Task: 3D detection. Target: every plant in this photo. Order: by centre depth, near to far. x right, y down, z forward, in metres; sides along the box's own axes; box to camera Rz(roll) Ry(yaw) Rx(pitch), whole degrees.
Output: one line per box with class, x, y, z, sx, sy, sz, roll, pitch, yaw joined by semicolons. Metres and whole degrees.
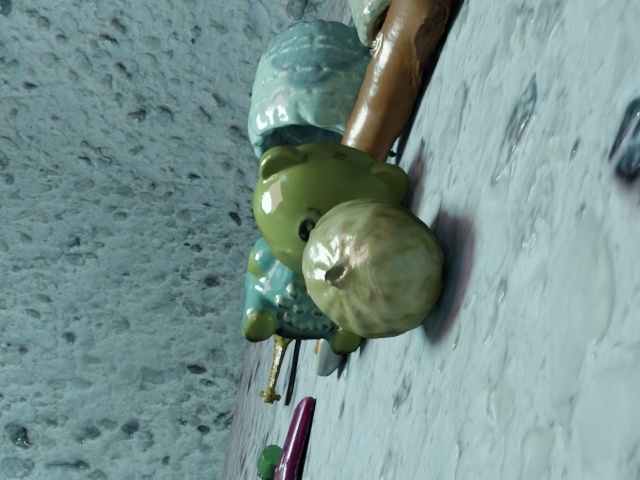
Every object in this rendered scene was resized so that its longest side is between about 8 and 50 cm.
plant;-0.088;0.400;1.752;0.051;0.051;0.102;-83;3;-46

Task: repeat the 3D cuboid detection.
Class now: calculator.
calculator;-0.047;0.341;1.580;0.127;0.034;0.191;115;168;-71

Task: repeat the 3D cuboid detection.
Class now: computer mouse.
computer mouse;0.017;0.146;1.380;0.066;0.039;0.096;-83;1;-50

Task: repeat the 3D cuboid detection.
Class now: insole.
insole;-0.045;0.208;1.981;0.086;0.005;0.253;111;171;-57

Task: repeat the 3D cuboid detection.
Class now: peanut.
peanut;0.046;0.021;0.954;0.224;0.129;0.129;-120;43;-84

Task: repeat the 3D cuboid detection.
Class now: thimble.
thimble;0.090;-0.305;1.261;0.115;0.102;0.090;120;140;-53
thimble;0.001;-0.192;1.451;0.250;0.204;0.172;123;156;-72

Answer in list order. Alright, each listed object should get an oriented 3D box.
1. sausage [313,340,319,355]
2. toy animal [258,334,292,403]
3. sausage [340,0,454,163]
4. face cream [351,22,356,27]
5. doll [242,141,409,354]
sausage;0.017;0.122;1.460;0.031;0.031;0.107;-87;12;-60
toy animal;-0.070;0.186;1.972;0.149;0.054;0.276;-96;22;-65
sausage;0.096;-0.217;1.230;0.087;0.079;0.327;-68;-1;-46
face cream;0.023;-0.273;2.039;0.136;0.086;0.385;-99;27;-66
doll;0.000;0.000;1.219;0.162;0.176;0.261;-84;5;-46
